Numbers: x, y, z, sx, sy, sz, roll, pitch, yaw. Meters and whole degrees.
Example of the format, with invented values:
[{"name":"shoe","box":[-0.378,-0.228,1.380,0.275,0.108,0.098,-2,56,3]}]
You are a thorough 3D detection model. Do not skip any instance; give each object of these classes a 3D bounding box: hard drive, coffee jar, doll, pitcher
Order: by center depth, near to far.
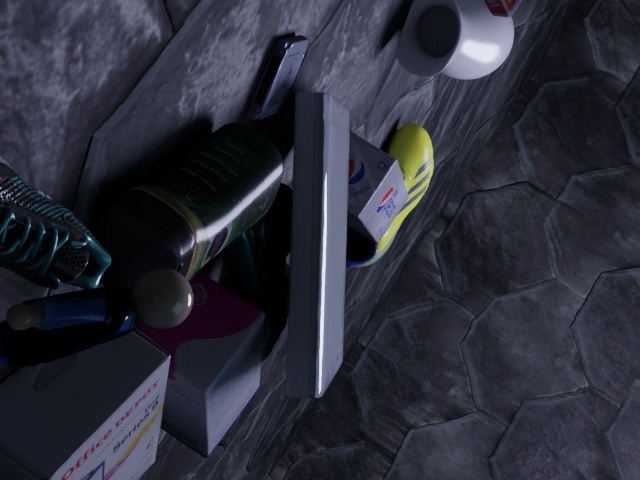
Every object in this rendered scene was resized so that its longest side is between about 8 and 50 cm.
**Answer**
[{"name":"doll","box":[-0.168,0.057,0.559,0.189,0.046,0.129,-20,171,8]},{"name":"coffee jar","box":[-0.111,-0.024,0.763,0.184,0.079,0.096,-46,166,-50]},{"name":"hard drive","box":[0.000,0.000,0.994,0.203,0.040,0.307,-24,116,-81]},{"name":"pitcher","box":[0.195,-0.312,1.238,0.207,0.125,0.177,-16,122,-57]}]

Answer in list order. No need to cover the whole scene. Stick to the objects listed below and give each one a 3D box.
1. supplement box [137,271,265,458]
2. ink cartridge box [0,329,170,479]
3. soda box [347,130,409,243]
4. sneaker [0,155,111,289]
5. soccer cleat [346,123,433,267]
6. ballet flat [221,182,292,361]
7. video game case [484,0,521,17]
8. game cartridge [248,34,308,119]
[{"name":"supplement box","box":[-0.138,0.137,0.986,0.114,0.111,0.220,-53,168,-26]},{"name":"ink cartridge box","box":[-0.222,0.182,0.801,0.154,0.093,0.212,-48,163,-40]},{"name":"soda box","box":[0.062,-0.074,1.327,0.098,0.091,0.286,-57,168,-1]},{"name":"sneaker","box":[-0.176,-0.005,0.543,0.065,0.076,0.166,-59,168,-1]},{"name":"soccer cleat","box":[0.111,-0.067,1.557,0.121,0.093,0.289,-30,150,-53]},{"name":"ballet flat","box":[-0.062,0.042,1.017,0.096,0.095,0.280,-34,151,-29]},{"name":"video game case","box":[0.155,-0.363,0.763,0.204,0.025,0.285,-56,136,-12]},{"name":"game cartridge","box":[-0.040,-0.159,0.870,0.056,0.017,0.083,-30,150,-60]}]
